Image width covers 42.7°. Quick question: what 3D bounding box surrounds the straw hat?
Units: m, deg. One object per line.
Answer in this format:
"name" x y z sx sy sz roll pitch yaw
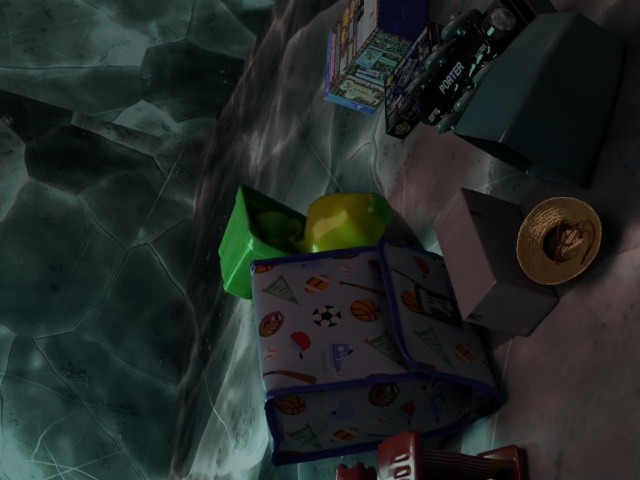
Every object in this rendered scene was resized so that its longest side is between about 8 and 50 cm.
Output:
"straw hat" 0.371 0.007 1.225 0.145 0.061 0.144 -22 60 45

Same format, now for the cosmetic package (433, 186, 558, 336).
"cosmetic package" 0.282 0.033 1.346 0.107 0.127 0.238 -60 27 32

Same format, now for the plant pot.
"plant pot" 0.360 -0.232 1.297 0.234 0.166 0.166 -64 21 3

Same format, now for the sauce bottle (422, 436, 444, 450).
"sauce bottle" 0.152 0.238 1.553 0.344 0.112 0.111 -97 30 -44

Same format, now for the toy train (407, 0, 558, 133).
"toy train" 0.291 -0.320 1.485 0.142 0.190 0.334 57 156 11

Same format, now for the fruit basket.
"fruit basket" 0.000 0.000 1.776 0.283 0.392 0.392 -109 39 -56

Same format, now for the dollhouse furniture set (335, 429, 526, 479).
"dollhouse furniture set" 0.144 0.423 1.317 0.374 0.201 0.152 137 140 -56

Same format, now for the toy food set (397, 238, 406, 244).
"toy food set" 0.165 0.037 1.792 0.083 0.020 0.082 -144 71 -68

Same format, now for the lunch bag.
"lunch bag" 0.084 0.174 1.409 0.327 0.386 0.238 -100 6 -47

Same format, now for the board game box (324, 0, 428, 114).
"board game box" 0.138 -0.507 2.076 0.291 0.141 0.232 135 145 -53

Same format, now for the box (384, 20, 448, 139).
"box" 0.220 -0.367 1.892 0.220 0.051 0.175 130 149 -48
